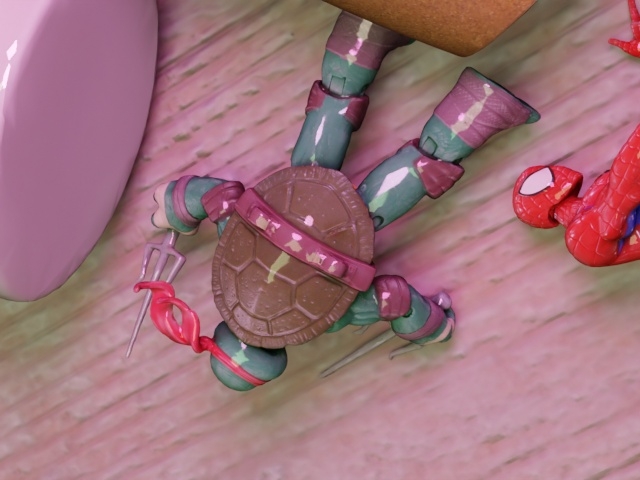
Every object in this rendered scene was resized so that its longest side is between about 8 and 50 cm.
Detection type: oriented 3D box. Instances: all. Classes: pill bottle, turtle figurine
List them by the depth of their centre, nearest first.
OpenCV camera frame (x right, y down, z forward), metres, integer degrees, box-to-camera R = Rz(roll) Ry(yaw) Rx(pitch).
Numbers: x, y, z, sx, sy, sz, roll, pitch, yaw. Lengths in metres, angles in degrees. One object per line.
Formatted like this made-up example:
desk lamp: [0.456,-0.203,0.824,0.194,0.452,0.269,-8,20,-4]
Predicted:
turtle figurine: [0.000,0.000,0.861,0.175,0.118,0.234,33,99,-3]
pill bottle: [-0.299,-0.114,0.870,0.392,0.224,0.224,17,106,13]

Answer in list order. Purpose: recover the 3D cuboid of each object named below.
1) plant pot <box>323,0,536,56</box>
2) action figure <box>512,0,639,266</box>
plant pot: [0.013,-0.213,0.770,0.254,0.237,0.237,39,110,-9]
action figure: [0.204,-0.051,0.762,0.280,0.091,0.139,-1,99,40]
